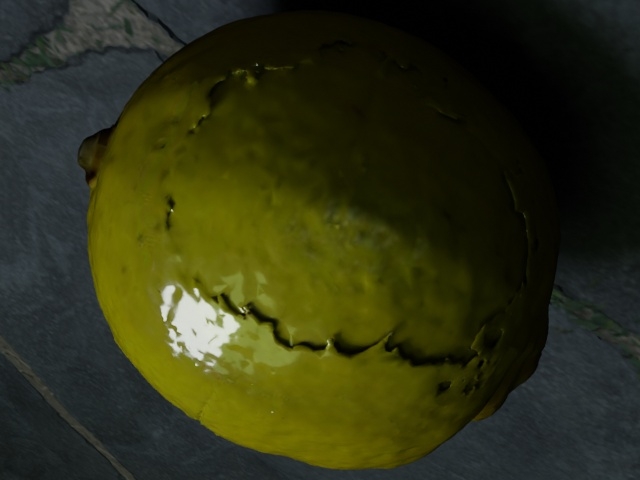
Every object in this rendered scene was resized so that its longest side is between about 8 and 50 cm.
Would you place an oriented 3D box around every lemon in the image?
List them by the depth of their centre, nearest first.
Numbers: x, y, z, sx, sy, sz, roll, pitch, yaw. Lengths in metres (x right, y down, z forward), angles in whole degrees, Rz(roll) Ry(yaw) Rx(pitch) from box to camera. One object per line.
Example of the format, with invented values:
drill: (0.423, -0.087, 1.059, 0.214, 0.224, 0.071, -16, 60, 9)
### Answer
lemon: (0.001, 0.000, 1.022, 0.297, 0.297, 0.297, 25, 151, 15)
